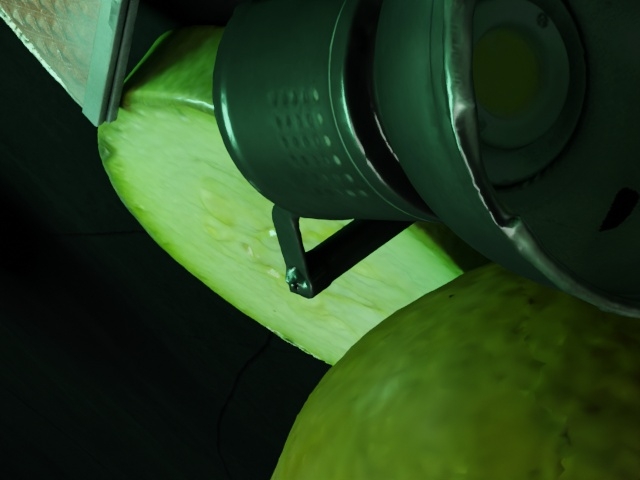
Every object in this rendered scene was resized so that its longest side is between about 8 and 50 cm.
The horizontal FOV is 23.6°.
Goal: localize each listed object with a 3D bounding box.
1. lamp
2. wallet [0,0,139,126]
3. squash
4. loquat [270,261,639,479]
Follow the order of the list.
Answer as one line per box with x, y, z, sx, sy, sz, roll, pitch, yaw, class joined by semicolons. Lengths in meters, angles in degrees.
0.037;-0.062;0.510;0.227;0.147;0.172;6;128;60;lamp
-0.109;-0.133;0.636;0.103;0.020;0.196;49;154;12;wallet
0.000;0.000;0.764;0.252;0.049;0.252;29;156;14;squash
0.124;0.156;0.577;0.328;0.328;0.328;29;156;14;loquat
